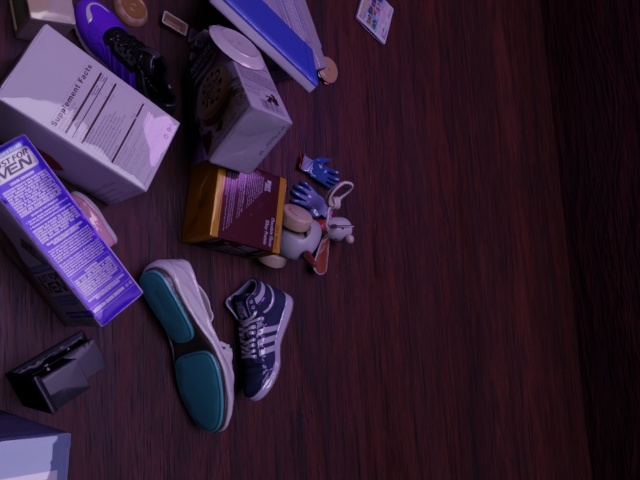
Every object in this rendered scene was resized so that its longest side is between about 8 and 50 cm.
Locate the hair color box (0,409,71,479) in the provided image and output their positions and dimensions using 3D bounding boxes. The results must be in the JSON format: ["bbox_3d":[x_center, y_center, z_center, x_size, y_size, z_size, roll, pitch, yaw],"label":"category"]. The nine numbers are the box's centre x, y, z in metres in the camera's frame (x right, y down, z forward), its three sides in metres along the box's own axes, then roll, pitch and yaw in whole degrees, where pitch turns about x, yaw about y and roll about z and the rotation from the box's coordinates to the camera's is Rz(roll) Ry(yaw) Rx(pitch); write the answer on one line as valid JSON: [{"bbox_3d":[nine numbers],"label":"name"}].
[{"bbox_3d":[-0.488,0.359,0.833,0.114,0.374,0.185,8,77,-42],"label":"hair color box"}]

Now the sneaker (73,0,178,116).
[{"bbox_3d":[-0.394,-0.387,1.209,0.102,0.146,0.293,-47,115,-38],"label":"sneaker"}]

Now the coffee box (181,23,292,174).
[{"bbox_3d":[-0.195,-0.318,1.284,0.119,0.168,0.297,15,40,-42],"label":"coffee box"}]

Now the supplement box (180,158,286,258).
[{"bbox_3d":[-0.201,-0.072,1.349,0.194,0.129,0.191,17,72,-40],"label":"supplement box"}]

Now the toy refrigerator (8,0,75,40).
[{"bbox_3d":[-0.561,-0.537,1.107,0.094,0.102,0.269,-9,90,-44],"label":"toy refrigerator"}]

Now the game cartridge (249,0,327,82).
[{"bbox_3d":[-0.124,-0.621,1.569,0.230,0.068,0.355,-30,103,-46],"label":"game cartridge"}]

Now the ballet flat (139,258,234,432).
[{"bbox_3d":[-0.263,0.219,1.256,0.139,0.139,0.400,-28,101,-43],"label":"ballet flat"}]

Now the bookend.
[{"bbox_3d":[-0.457,0.232,1.036,0.156,0.157,0.072,-33,106,-41],"label":"bookend"}]

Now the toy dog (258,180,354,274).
[{"bbox_3d":[0.000,0.000,1.485,0.334,0.220,0.161,-26,58,-36],"label":"toy dog"}]

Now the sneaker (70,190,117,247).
[{"bbox_3d":[-0.470,-0.029,1.140,0.070,0.051,0.134,-51,122,-42],"label":"sneaker"}]

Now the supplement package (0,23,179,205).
[{"bbox_3d":[-0.461,-0.224,1.095,0.293,0.177,0.175,36,61,-33],"label":"supplement package"}]

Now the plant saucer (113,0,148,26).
[{"bbox_3d":[-0.425,-0.527,1.294,0.083,0.015,0.083,9,76,-42],"label":"plant saucer"}]

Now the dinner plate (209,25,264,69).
[{"bbox_3d":[-0.180,-0.429,1.258,0.141,0.017,0.141,29,34,-22],"label":"dinner plate"}]

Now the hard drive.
[{"bbox_3d":[-0.135,-0.526,1.412,0.319,0.040,0.210,36,30,-33],"label":"hard drive"}]

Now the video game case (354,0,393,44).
[{"bbox_3d":[0.180,-0.757,1.907,0.143,0.019,0.157,31,64,-36],"label":"video game case"}]

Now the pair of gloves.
[{"bbox_3d":[-0.012,-0.154,1.618,0.159,0.023,0.198,25,67,-40],"label":"pair of gloves"}]

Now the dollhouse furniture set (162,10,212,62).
[{"bbox_3d":[-0.314,-0.490,1.347,0.114,0.081,0.091,22,68,-39],"label":"dollhouse furniture set"}]

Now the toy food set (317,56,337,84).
[{"bbox_3d":[0.019,-0.508,1.709,0.083,0.020,0.082,-24,100,-44],"label":"toy food set"}]

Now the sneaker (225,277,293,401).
[{"bbox_3d":[-0.163,0.224,1.354,0.153,0.099,0.282,40,51,-37],"label":"sneaker"}]

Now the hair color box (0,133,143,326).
[{"bbox_3d":[-0.490,-0.003,1.025,0.110,0.185,0.338,-44,112,-37],"label":"hair color box"}]
